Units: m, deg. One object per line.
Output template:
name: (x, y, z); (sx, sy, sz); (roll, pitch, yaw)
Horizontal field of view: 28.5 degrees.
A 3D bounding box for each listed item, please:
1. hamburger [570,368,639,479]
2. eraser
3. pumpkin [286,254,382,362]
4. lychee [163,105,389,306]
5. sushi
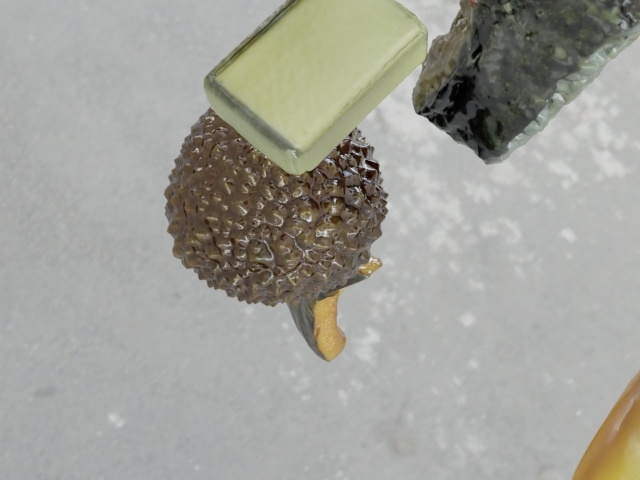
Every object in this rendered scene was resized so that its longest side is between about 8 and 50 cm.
hamburger: (0.236, 0.188, 0.770); (0.170, 0.246, 0.246); (26, 41, 20)
eraser: (-0.003, -0.149, 1.095); (0.117, 0.058, 0.172); (40, 75, 17)
pumpkin: (-0.013, -0.003, 1.851); (0.095, 0.258, 0.290); (-7, 59, -25)
lychee: (-0.042, -0.046, 1.443); (0.267, 0.267, 0.267); (18, 50, -23)
sushi: (0.234, -0.232, 1.328); (0.171, 0.350, 0.211); (45, 53, 4)
